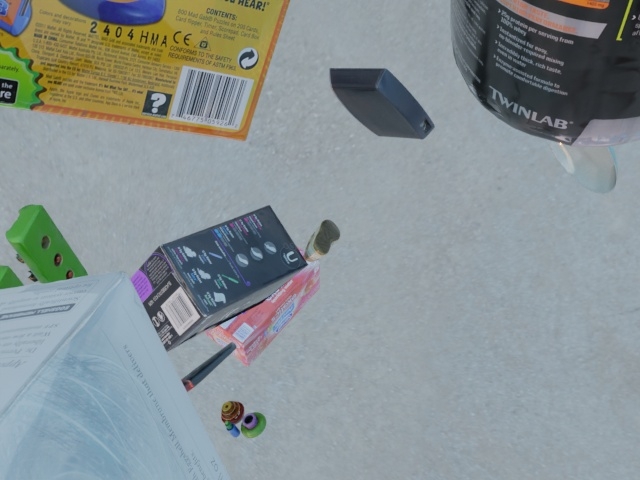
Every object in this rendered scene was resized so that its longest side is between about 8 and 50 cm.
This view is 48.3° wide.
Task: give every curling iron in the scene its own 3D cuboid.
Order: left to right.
[{"bbox_3d":[-0.276,0.285,1.436,0.274,0.035,0.068,-30,133,-31],"label":"curling iron"}]

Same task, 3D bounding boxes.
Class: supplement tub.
[{"bbox_3d":[0.179,-0.222,0.409,0.207,0.338,0.207,-4,65,8],"label":"supplement tub"}]

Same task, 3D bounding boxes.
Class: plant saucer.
[{"bbox_3d":[0.495,-0.177,1.334,0.037,0.195,0.195,-33,92,-5],"label":"plant saucer"}]

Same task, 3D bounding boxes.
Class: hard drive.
[{"bbox_3d":[0.138,-0.307,1.630,0.254,0.172,0.054,34,72,-51],"label":"hard drive"}]

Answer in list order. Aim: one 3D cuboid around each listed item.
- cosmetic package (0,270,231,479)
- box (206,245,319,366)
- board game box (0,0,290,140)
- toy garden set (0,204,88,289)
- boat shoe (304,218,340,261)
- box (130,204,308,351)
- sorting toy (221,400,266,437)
[{"bbox_3d":[-0.159,0.174,0.375,0.138,0.225,0.224,-9,118,22],"label":"cosmetic package"},{"bbox_3d":[-0.149,0.149,1.827,0.154,0.142,0.300,33,63,19],"label":"box"},{"bbox_3d":[-0.256,-0.369,0.823,0.356,0.356,0.356,3,121,-35],"label":"board game box"},{"bbox_3d":[-0.278,0.125,0.645,0.049,0.204,0.244,3,52,13],"label":"toy garden set"},{"bbox_3d":[0.000,0.000,1.391,0.045,0.135,0.050,-39,95,27],"label":"boat shoe"},{"bbox_3d":[-0.182,0.064,1.274,0.270,0.165,0.143,-25,79,-48],"label":"box"},{"bbox_3d":[-0.152,0.328,1.320,0.061,0.102,0.042,-55,137,-26],"label":"sorting toy"}]
